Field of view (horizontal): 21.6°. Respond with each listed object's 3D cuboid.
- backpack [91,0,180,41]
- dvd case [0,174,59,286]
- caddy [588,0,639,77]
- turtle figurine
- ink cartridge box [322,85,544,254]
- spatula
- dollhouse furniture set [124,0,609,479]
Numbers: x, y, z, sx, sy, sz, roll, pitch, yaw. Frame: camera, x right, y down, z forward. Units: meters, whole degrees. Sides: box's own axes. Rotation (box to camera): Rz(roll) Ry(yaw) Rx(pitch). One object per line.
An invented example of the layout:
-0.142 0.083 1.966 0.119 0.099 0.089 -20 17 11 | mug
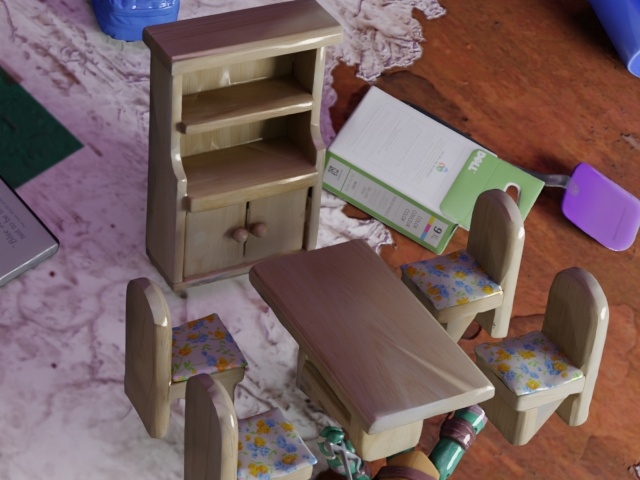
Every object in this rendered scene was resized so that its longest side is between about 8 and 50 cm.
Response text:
-0.199 -0.275 1.766 0.098 0.101 0.120 -6 60 -12 | backpack
-0.394 0.002 1.548 0.253 0.022 0.180 -35 74 -33 | dvd case
0.453 -0.322 1.903 0.341 0.241 0.179 -9 65 -23 | caddy
0.077 0.211 1.479 0.175 0.118 0.234 20 47 2 | turtle figurine
0.111 -0.060 1.721 0.209 0.062 0.109 30 52 6 | ink cartridge box
0.207 -0.077 1.782 0.296 0.030 0.084 25 54 2 | spatula
0.000 0.000 1.449 0.362 0.256 0.394 -14 40 -24 | dollhouse furniture set
